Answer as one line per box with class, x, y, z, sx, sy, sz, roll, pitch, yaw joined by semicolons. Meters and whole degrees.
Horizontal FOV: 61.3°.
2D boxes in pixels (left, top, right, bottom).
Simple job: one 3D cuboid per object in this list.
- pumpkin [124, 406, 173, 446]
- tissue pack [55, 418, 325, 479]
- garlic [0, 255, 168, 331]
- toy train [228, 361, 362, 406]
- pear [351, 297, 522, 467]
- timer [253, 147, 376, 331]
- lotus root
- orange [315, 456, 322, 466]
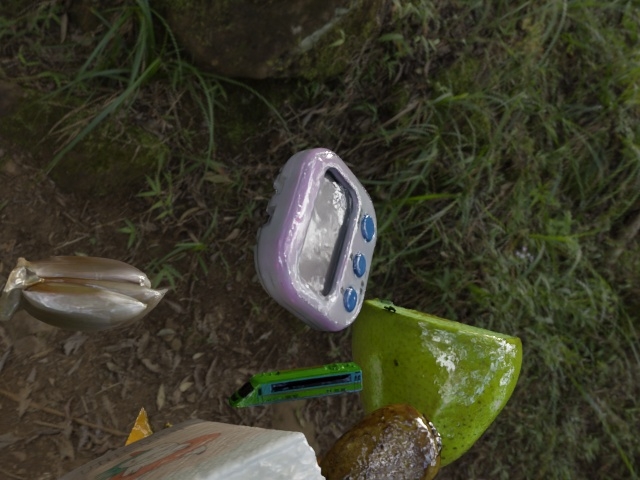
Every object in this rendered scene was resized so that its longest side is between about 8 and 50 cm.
pumpkin;-0.254;0.379;0.807;0.126;0.131;0.248;10;38;-6
tissue pack;-0.136;0.213;0.455;0.170;0.325;0.071;-19;85;-29
garlic;-0.515;0.113;1.180;0.325;0.132;0.279;12;17;-26
toy train;-0.040;0.222;0.847;0.209;0.044;0.042;-3;97;-17
pear;0.198;0.296;1.075;0.238;0.342;0.318;6;95;-64
timer;0.000;0.000;0.686;0.191;0.069;0.209;45;53;-44
lotus root;0.065;0.284;0.690;0.094;0.190;0.108;75;-12;-48
orange;-0.043;0.511;0.999;0.224;0.224;0.170;16;29;-41
